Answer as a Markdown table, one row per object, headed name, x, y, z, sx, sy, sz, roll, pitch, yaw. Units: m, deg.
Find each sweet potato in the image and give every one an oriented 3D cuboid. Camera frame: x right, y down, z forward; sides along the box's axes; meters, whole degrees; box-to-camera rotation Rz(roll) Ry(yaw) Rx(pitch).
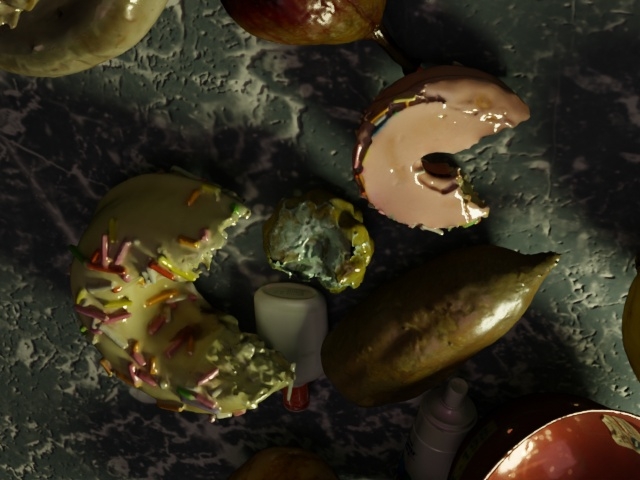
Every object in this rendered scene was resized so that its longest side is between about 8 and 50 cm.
| name | x | y | z | sx | sy | sz | roll | pitch | yaw |
| --- | --- | --- | --- | --- | --- | --- | --- | --- | --- |
| sweet potato | 0.156 | 0.100 | 1.639 | 0.158 | 0.158 | 0.369 | 39 | 128 | -15 |

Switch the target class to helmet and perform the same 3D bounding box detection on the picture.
| name | x | y | z | sx | sy | sz | roll | pitch | yaw |
| --- | --- | --- | --- | --- | --- | --- | --- | --- | --- |
| helmet | 0.305 | 0.364 | 1.725 | 0.337 | 0.230 | 0.385 | 24 | 102 | -22 |

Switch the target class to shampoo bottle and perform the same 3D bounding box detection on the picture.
| name | x | y | z | sx | sy | sz | roll | pitch | yaw |
| --- | --- | --- | --- | --- | --- | --- | --- | --- | --- |
| shampoo bottle | 0.170 | 0.320 | 1.837 | 0.092 | 0.092 | 0.303 | 15 | 130 | 3 |
| shampoo bottle | -0.040 | 0.160 | 1.794 | 0.108 | 0.051 | 0.221 | 5 | 127 | 10 |

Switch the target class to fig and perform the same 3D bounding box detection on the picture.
| name | x | y | z | sx | sy | sz | roll | pitch | yaw |
| --- | --- | --- | --- | --- | --- | --- | --- | --- | --- |
| fig | 0.019 | -0.299 | 1.396 | 0.290 | 0.191 | 0.190 | 6 | 140 | -38 |

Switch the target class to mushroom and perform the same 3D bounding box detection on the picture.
| name | x | y | z | sx | sy | sz | roll | pitch | yaw |
| --- | --- | --- | --- | --- | --- | --- | --- | --- | --- |
| mushroom | -0.332 | -0.340 | 1.333 | 0.362 | 0.295 | 0.362 | 8 | 127 | 11 |

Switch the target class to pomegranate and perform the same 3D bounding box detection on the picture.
| name | x | y | z | sx | sy | sz | roll | pitch | yaw |
| --- | --- | --- | --- | --- | --- | --- | --- | --- | --- |
| pomegranate | -0.056 | 0.441 | 1.911 | 0.248 | 0.248 | 0.248 | 7 | 128 | 9 |

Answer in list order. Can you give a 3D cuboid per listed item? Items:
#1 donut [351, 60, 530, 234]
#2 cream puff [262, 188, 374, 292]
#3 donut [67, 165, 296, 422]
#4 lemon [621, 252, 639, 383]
| name | x | y | z | sx | sy | sz | roll | pitch | yaw |
| --- | --- | --- | --- | --- | --- | --- | --- | --- | --- |
| donut | 0.133 | -0.118 | 1.500 | 0.199 | 0.085 | 0.233 | 9 | 130 | -14 |
| cream puff | 0.000 | 0.000 | 1.622 | 0.156 | 0.121 | 0.156 | 14 | 171 | 2 |
| donut | -0.208 | 0.082 | 1.693 | 0.307 | 0.150 | 0.371 | 5 | 125 | 28 |
| lemon | 0.514 | 0.107 | 1.460 | 0.297 | 0.297 | 0.297 | 7 | 128 | 9 |
